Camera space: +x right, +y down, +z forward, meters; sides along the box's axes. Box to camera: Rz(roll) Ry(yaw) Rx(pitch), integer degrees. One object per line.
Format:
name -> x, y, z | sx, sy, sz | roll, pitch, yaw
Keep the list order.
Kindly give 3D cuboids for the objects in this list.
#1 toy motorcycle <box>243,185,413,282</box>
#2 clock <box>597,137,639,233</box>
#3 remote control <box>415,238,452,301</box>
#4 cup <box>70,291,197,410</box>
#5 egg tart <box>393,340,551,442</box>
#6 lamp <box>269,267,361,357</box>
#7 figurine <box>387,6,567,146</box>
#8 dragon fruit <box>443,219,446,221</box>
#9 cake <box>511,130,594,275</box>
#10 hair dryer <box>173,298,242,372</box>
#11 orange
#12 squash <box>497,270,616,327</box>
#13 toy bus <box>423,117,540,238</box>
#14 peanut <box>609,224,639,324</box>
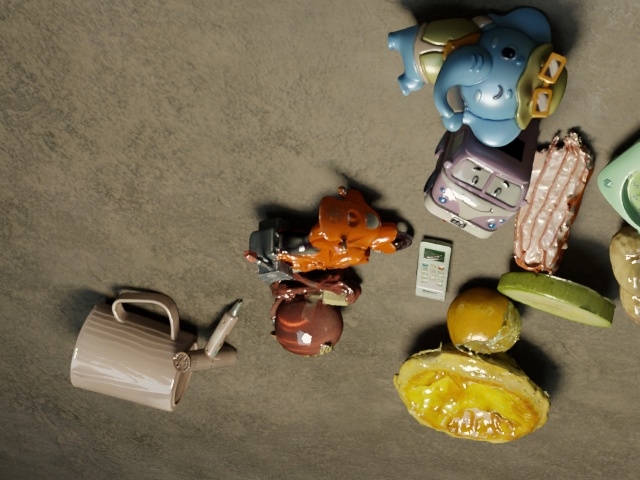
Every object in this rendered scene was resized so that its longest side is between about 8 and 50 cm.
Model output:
toy motorcycle -> 0.000, 0.000, 1.742 | 0.326, 0.147, 0.221 | -11, 154, 26
clock -> 0.537, -0.071, 1.410 | 0.188, 0.060, 0.148 | 53, 143, 4
remote control -> 0.224, 0.059, 1.793 | 0.065, 0.029, 0.166 | 12, 136, 13
cup -> -0.454, 0.263, 2.246 | 0.273, 0.288, 0.208 | 17, 178, 5
egg tart -> 0.335, 0.315, 1.963 | 0.341, 0.132, 0.341 | 12, 141, 10
lamp -> -0.015, 0.163, 1.930 | 0.215, 0.151, 0.223 | 2, 136, 17
figurine -> 0.228, -0.241, 1.325 | 0.262, 0.180, 0.154 | 2, 158, 11
dragon fruit -> 0.262, -0.076, 1.575 | 0.106, 0.083, 0.162 | 7, 138, 14
cake -> 0.389, -0.056, 1.522 | 0.098, 0.135, 0.287 | 20, 135, 25
hair dryer -> -0.231, 0.222, 2.168 | 0.054, 0.195, 0.220 | 43, 107, 24
orange -> 0.324, 0.168, 1.795 | 0.157, 0.134, 0.156 | 27, 156, 13
squash -> 0.437, 0.113, 1.675 | 0.219, 0.041, 0.219 | 20, 169, 4
toy bus -> 0.256, -0.121, 1.424 | 0.142, 0.202, 0.142 | 28, 139, -8
peanut -> 0.559, 0.062, 1.580 | 0.086, 0.104, 0.228 | -6, 136, 23
